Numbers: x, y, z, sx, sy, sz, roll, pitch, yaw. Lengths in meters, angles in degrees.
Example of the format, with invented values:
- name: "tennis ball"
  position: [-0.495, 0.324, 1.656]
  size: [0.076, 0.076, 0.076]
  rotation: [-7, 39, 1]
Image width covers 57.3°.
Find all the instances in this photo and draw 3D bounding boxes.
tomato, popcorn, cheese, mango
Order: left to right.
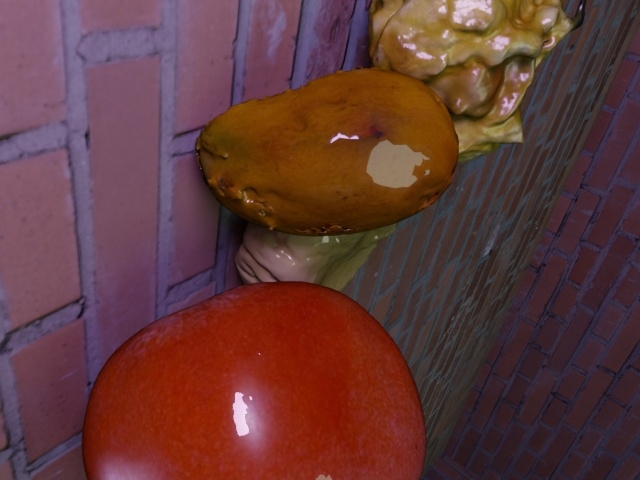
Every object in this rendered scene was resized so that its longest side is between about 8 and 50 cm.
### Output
- name: "tomato"
  position: [-0.066, 0.207, 0.608]
  size: [0.342, 0.272, 0.341]
  rotation: [-16, 149, -10]
- name: "cheese"
  position: [0.000, 0.000, 0.731]
  size: [0.214, 0.117, 0.226]
  rotation: [-48, 156, -7]
- name: "mango"
  position: [0.008, -0.084, 0.553]
  size: [0.151, 0.249, 0.155]
  rotation: [82, 5, -85]
- name: "popcorn"
  position: [0.165, -0.210, 0.655]
  size: [0.249, 0.226, 0.249]
  rotation: [8, 90, -77]
